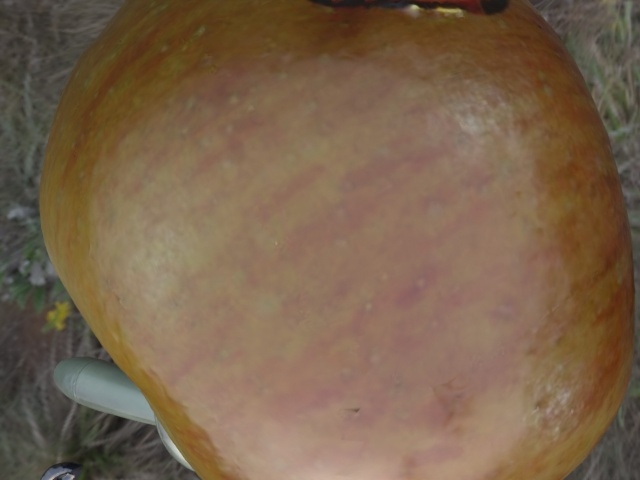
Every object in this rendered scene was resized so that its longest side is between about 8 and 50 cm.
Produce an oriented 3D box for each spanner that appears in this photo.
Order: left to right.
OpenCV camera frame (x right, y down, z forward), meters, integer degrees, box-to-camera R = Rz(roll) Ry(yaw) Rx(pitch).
[{"bbox_3d":[-0.217,0.221,0.871,0.208,0.046,0.012,-56,50,36],"label":"spanner"}]

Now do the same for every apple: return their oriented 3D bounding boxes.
[{"bbox_3d":[0.000,0.000,0.761,0.333,0.400,0.400,-15,102,-11],"label":"apple"}]

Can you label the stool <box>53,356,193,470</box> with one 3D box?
[{"bbox_3d":[-0.126,0.103,1.163,0.198,0.195,0.195,25,97,43],"label":"stool"}]
